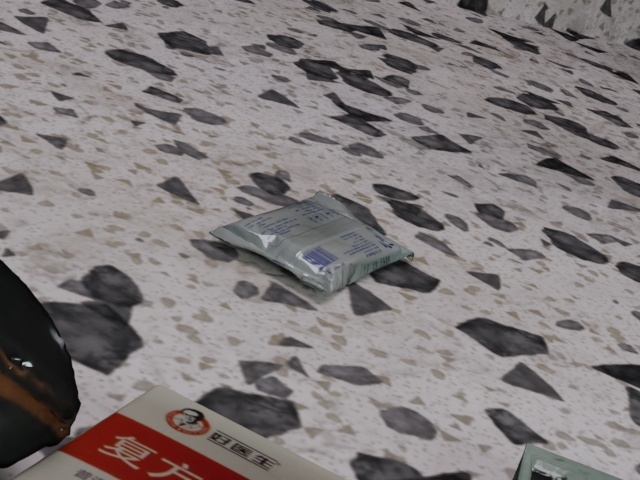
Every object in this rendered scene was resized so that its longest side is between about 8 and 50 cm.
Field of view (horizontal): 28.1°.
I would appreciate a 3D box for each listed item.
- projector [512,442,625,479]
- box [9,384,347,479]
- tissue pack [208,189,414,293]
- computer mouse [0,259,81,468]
[{"bbox_3d":[0.159,0.194,0.759,0.115,0.061,0.147,22,21,5],"label":"projector"},{"bbox_3d":[0.008,0.200,0.612,0.353,0.069,0.214,26,21,15],"label":"box"},{"bbox_3d":[0.000,0.000,1.165,0.122,0.026,0.193,28,22,22],"label":"tissue pack"},{"bbox_3d":[-0.272,0.024,0.662,0.323,0.116,0.183,19,-22,5],"label":"computer mouse"}]
